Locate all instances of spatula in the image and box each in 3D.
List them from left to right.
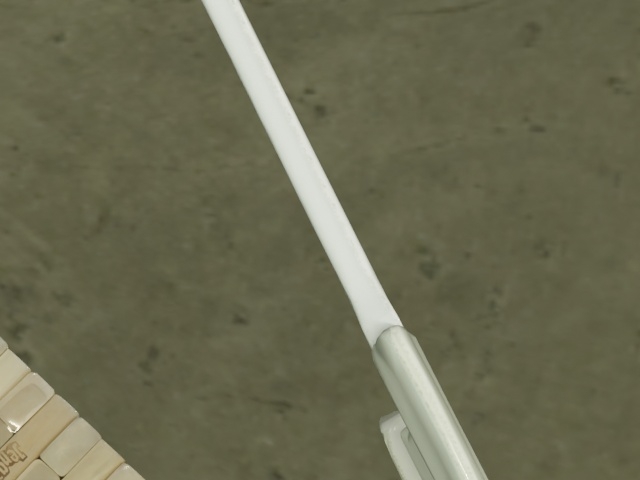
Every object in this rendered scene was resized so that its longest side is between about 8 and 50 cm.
[{"bbox_3d":[0.000,0.000,0.408,0.019,0.168,0.242,-27,79,1],"label":"spatula"}]

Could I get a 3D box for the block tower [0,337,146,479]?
[{"bbox_3d":[-0.199,0.086,0.924,0.335,0.097,0.091,42,76,11],"label":"block tower"}]
